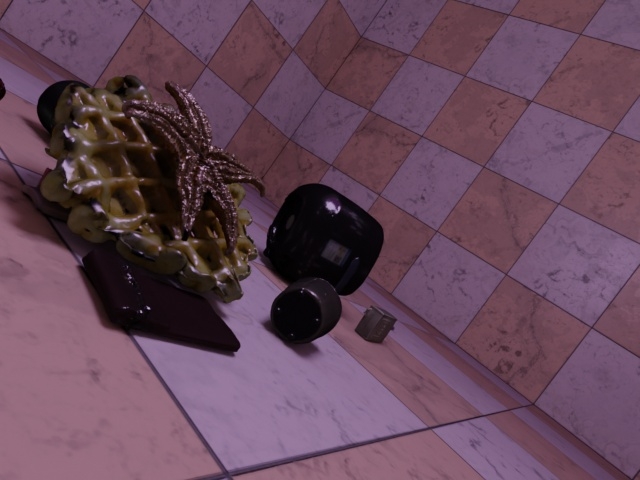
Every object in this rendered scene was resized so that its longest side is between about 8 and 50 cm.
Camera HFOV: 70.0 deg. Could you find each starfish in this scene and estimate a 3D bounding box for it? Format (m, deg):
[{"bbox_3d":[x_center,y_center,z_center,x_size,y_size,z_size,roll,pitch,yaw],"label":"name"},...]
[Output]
[{"bbox_3d":[-0.148,-0.093,0.580,0.240,0.043,0.227,19,59,-55],"label":"starfish"}]

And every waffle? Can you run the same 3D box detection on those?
[{"bbox_3d":[-0.201,-0.067,0.598,0.317,0.073,0.297,45,24,-37],"label":"waffle"}]

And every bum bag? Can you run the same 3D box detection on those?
[{"bbox_3d":[-0.154,0.064,0.463,0.109,0.026,0.159,37,3,41],"label":"bum bag"}]

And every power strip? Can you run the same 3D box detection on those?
[{"bbox_3d":[0.143,0.204,1.095,0.042,0.075,0.175,35,3,31],"label":"power strip"}]

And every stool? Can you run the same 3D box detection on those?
[{"bbox_3d":[-0.023,0.104,0.677,0.096,0.096,0.110,36,7,11],"label":"stool"}]

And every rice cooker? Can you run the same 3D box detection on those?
[{"bbox_3d":[0.000,0.000,1.110,0.224,0.267,0.267,26,7,-26],"label":"rice cooker"}]

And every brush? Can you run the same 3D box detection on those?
[{"bbox_3d":[-0.238,-0.018,0.635,0.060,0.050,0.321,33,1,32],"label":"brush"}]

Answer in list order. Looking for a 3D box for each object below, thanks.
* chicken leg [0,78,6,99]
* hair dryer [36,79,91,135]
[{"bbox_3d":[-0.545,-0.245,0.702,0.253,0.051,0.106,38,10,22],"label":"chicken leg"},{"bbox_3d":[-0.362,-0.151,0.886,0.244,0.116,0.302,40,-2,29],"label":"hair dryer"}]
